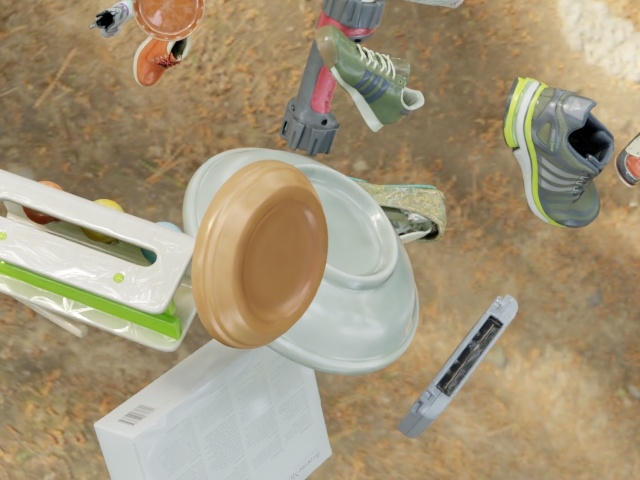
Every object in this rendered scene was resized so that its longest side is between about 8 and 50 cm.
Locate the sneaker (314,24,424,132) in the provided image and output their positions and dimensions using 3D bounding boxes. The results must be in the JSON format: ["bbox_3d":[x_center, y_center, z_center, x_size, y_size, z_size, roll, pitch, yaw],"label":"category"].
[{"bbox_3d":[0.069,-0.214,1.329,0.192,0.086,0.064,50,27,-50],"label":"sneaker"}]

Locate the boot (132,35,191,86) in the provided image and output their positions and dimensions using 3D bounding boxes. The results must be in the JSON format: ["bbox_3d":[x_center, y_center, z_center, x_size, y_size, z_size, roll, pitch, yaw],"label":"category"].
[{"bbox_3d":[-0.275,-0.320,1.838,0.059,0.084,0.158,8,129,-38],"label":"boot"}]

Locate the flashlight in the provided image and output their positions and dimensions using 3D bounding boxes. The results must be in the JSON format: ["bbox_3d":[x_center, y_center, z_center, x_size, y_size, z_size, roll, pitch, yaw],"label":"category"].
[{"bbox_3d":[0.023,-0.281,1.758,0.103,0.103,0.304,-5,131,-28],"label":"flashlight"}]

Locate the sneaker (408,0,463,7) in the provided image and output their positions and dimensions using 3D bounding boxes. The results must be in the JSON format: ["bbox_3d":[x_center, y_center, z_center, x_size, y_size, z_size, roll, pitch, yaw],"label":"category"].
[{"bbox_3d":[0.064,-0.386,1.434,0.114,0.305,0.152,-59,152,-1],"label":"sneaker"}]

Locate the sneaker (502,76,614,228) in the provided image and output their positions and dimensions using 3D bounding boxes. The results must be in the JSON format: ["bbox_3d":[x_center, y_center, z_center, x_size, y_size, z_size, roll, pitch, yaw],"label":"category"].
[{"bbox_3d":[0.348,-0.105,1.469,0.111,0.121,0.300,-61,142,-16],"label":"sneaker"}]

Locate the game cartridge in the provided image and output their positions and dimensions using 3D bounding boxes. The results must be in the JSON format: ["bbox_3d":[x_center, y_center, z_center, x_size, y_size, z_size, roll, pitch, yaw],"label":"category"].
[{"bbox_3d":[0.261,0.246,2.026,0.062,0.198,0.297,36,67,12],"label":"game cartridge"}]

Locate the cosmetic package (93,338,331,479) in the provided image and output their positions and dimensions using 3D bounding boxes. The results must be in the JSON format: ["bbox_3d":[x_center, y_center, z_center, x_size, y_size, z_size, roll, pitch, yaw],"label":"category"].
[{"bbox_3d":[-0.151,0.311,1.646,0.377,0.097,0.284,-34,120,-43],"label":"cosmetic package"}]

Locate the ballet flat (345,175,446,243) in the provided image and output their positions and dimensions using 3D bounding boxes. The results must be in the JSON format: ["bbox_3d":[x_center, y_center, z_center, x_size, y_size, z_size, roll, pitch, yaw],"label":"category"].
[{"bbox_3d":[0.076,-0.047,1.839,0.349,0.123,0.123,4,89,-31],"label":"ballet flat"}]

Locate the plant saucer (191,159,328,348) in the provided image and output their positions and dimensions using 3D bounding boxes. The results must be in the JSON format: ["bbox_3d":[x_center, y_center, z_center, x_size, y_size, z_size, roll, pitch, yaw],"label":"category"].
[{"bbox_3d":[-0.052,0.018,1.087,0.200,0.037,0.199,-21,117,-49],"label":"plant saucer"}]

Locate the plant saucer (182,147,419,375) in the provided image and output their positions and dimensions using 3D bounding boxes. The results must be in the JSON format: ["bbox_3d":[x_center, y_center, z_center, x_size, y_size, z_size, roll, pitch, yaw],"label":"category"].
[{"bbox_3d":[0.000,0.000,1.516,0.401,0.100,0.400,25,40,-23],"label":"plant saucer"}]

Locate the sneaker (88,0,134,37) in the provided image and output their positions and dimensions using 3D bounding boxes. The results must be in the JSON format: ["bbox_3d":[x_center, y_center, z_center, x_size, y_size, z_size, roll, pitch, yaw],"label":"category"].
[{"bbox_3d":[-0.337,-0.339,1.651,0.069,0.098,0.038,-37,93,-41],"label":"sneaker"}]

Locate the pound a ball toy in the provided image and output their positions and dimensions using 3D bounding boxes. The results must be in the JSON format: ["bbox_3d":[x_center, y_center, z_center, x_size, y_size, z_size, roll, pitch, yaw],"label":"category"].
[{"bbox_3d":[-0.295,0.022,1.279,0.319,0.208,0.135,19,64,10],"label":"pound a ball toy"}]

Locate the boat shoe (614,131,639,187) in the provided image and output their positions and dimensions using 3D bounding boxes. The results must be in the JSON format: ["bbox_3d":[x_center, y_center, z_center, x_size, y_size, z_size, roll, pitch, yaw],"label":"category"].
[{"bbox_3d":[0.461,-0.122,1.520,0.049,0.043,0.137,50,42,-5],"label":"boat shoe"}]

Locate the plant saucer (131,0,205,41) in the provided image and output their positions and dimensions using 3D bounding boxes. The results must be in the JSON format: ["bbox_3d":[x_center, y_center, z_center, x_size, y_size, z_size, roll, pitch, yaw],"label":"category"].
[{"bbox_3d":[-0.174,-0.270,1.213,0.084,0.013,0.083,-1,98,-6],"label":"plant saucer"}]
